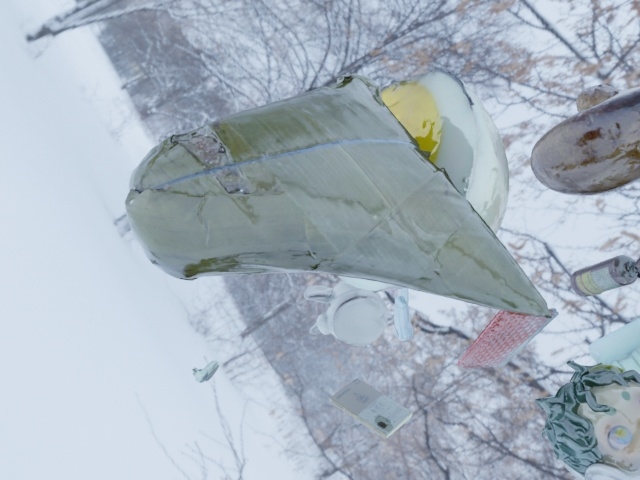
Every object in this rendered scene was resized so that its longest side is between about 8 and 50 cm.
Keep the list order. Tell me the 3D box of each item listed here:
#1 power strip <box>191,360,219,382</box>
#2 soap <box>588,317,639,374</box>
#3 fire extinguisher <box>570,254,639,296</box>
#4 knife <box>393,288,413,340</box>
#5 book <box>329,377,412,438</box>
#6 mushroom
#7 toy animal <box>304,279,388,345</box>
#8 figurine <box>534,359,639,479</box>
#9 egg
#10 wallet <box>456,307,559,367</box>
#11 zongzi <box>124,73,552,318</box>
[{"bbox_3d":[-0.242,0.273,1.211,0.035,0.055,0.083,35,8,9],"label":"power strip"},{"bbox_3d":[0.913,0.384,1.556,0.347,0.208,0.115,48,23,-14],"label":"soap"},{"bbox_3d":[0.716,0.063,1.401,0.075,0.106,0.252,20,-20,-5],"label":"fire extinguisher"},{"bbox_3d":[0.224,0.146,1.563,0.080,0.044,0.332,-110,-170,-54],"label":"knife"},{"bbox_3d":[0.142,0.468,1.622,0.198,0.138,0.016,26,-60,33],"label":"book"},{"bbox_3d":[0.610,-0.208,1.163,0.239,0.345,0.345,43,-10,6],"label":"mushroom"},{"bbox_3d":[0.060,0.156,1.287,0.193,0.178,0.128,-140,-148,-71],"label":"toy animal"},{"bbox_3d":[0.475,0.310,0.781,0.382,0.260,0.186,37,-39,46],"label":"figurine"},{"bbox_3d":[0.165,-0.072,0.871,0.200,0.337,0.337,13,22,-32],"label":"egg"},{"bbox_3d":[0.326,0.175,1.025,0.197,0.103,0.020,110,-23,-49],"label":"wallet"},{"bbox_3d":[0.000,0.000,0.638,0.393,0.355,0.174,55,-23,30],"label":"zongzi"}]
